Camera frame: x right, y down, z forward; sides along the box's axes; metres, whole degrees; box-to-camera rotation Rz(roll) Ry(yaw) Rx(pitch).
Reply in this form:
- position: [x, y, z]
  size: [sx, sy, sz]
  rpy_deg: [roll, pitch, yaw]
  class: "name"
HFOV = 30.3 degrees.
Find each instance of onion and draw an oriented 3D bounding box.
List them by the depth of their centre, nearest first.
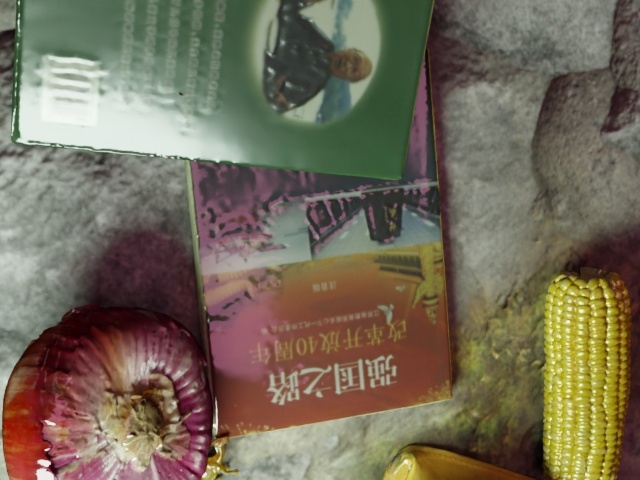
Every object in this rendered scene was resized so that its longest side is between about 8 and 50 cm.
- position: [-0.205, 0.168, 1.087]
  size: [0.230, 0.163, 0.230]
  rpy_deg: [11, 75, -46]
  class: "onion"

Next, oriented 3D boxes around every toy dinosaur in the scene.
- position: [-0.117, 0.243, 1.185]
  size: [0.041, 0.026, 0.113]
  rpy_deg: [27, 104, -28]
  class: "toy dinosaur"

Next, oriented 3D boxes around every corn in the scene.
- position: [0.287, 0.152, 1.275]
  size: [0.093, 0.093, 0.244]
  rpy_deg: [-3, 98, -18]
  class: "corn"

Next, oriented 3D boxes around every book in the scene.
- position: [-0.086, -0.192, 1.069]
  size: [0.371, 0.043, 0.260]
  rpy_deg: [6, 115, -9]
  class: "book"
- position: [0.000, 0.000, 1.195]
  size: [0.263, 0.028, 0.373]
  rpy_deg: [-8, 98, -18]
  class: "book"

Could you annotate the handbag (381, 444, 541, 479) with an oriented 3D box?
- position: [0.221, 0.408, 1.272]
  size: [0.401, 0.133, 0.283]
  rpy_deg: [19, 95, -19]
  class: "handbag"
